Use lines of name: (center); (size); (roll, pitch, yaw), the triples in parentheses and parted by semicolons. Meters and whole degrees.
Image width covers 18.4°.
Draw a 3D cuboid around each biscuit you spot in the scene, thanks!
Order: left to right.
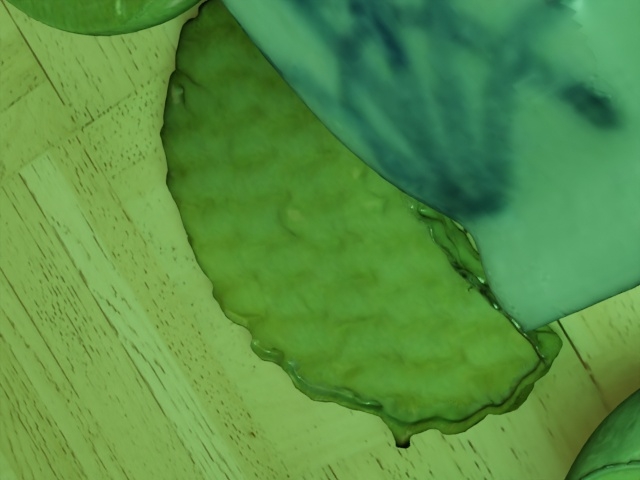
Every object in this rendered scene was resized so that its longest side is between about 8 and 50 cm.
biscuit: (0.000, 0.000, 1.091); (0.273, 0.036, 0.187); (52, 135, 3)

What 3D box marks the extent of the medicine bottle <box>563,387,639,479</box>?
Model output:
medicine bottle: (0.196, 0.123, 0.920); (0.147, 0.143, 0.147); (18, 127, 26)

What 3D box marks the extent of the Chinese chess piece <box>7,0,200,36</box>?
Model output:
Chinese chess piece: (-0.122, -0.202, 1.049); (0.188, 0.083, 0.188); (17, 121, 31)

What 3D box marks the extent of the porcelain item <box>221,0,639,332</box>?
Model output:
porcelain item: (0.052, -0.171, 0.852); (0.242, 0.178, 0.405); (-29, 93, 46)
